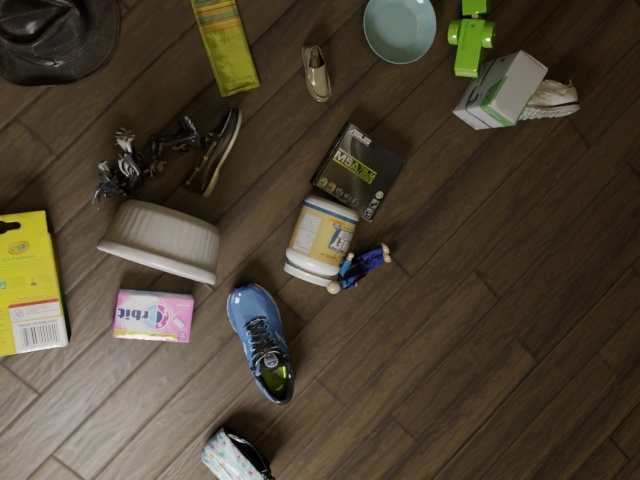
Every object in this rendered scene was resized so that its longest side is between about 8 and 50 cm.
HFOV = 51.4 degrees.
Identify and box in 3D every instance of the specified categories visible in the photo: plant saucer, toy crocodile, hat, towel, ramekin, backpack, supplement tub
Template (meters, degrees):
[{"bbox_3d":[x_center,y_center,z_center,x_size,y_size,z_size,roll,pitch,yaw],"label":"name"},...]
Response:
[{"bbox_3d":[0.195,-0.542,1.673,0.194,0.037,0.195,-2,98,-15],"label":"plant saucer"},{"bbox_3d":[0.397,-0.589,1.692,0.115,0.105,0.341,7,99,26],"label":"toy crocodile"},{"bbox_3d":[-0.601,-0.484,1.419,0.331,0.134,0.332,-2,98,-14],"label":"hat"},{"bbox_3d":[-0.224,-0.470,1.580,0.102,0.021,0.237,-19,103,-11],"label":"towel"},{"bbox_3d":[-0.351,0.001,1.498,0.272,0.273,0.127,19,82,-17],"label":"ramekin"},{"bbox_3d":[-0.210,0.560,1.677,0.115,0.152,0.182,-45,94,-14],"label":"backpack"},{"bbox_3d":[0.000,0.000,1.645,0.144,0.144,0.200,19,93,-17],"label":"supplement tub"}]

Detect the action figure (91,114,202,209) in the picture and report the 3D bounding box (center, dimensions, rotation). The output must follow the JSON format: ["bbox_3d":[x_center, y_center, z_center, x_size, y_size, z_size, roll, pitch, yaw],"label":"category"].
[{"bbox_3d":[-0.415,-0.191,1.504,0.275,0.164,0.141,-36,118,-17],"label":"action figure"}]

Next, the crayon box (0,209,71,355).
[{"bbox_3d":[-0.695,0.095,1.506,0.202,0.081,0.319,-7,101,-14],"label":"crayon box"}]

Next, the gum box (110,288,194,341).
[{"bbox_3d":[-0.407,0.181,1.606,0.188,0.062,0.107,7,96,-16],"label":"gum box"}]

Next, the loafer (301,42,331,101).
[{"bbox_3d":[-0.011,-0.412,1.630,0.056,0.050,0.148,-22,103,-11],"label":"loafer"}]

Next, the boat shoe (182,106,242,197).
[{"bbox_3d":[-0.255,-0.217,1.577,0.068,0.081,0.228,22,95,-21],"label":"boat shoe"}]

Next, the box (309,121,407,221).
[{"bbox_3d":[0.098,-0.174,1.698,0.190,0.045,0.184,33,91,-18],"label":"box"}]

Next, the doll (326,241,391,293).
[{"bbox_3d":[0.093,0.074,1.712,0.189,0.046,0.129,-33,140,-15],"label":"doll"}]

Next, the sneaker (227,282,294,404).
[{"bbox_3d":[-0.132,0.259,1.648,0.129,0.147,0.330,-23,103,-11],"label":"sneaker"}]

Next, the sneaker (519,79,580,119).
[{"bbox_3d":[0.582,-0.381,1.786,0.235,0.090,0.095,-6,87,-18],"label":"sneaker"}]

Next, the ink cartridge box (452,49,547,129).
[{"bbox_3d":[0.445,-0.372,1.672,0.092,0.219,0.160,31,89,-14],"label":"ink cartridge box"}]
